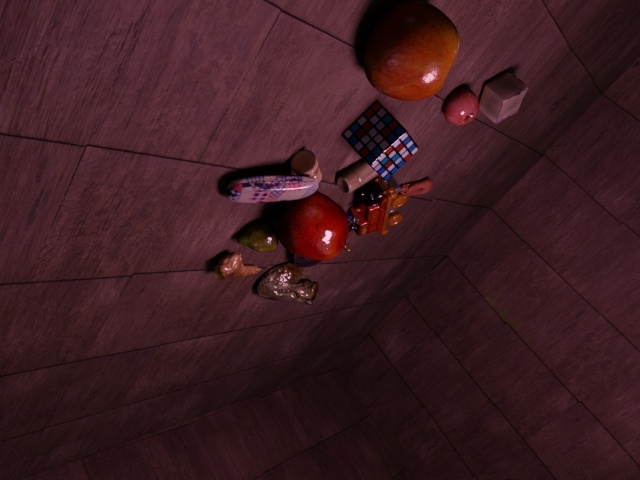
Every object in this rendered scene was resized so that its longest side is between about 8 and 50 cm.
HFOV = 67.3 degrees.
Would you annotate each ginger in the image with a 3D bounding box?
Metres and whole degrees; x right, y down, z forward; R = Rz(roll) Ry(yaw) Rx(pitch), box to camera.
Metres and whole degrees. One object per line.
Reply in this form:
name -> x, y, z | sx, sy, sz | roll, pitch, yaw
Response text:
ginger -> -0.337, 0.110, 1.972 | 0.131, 0.086, 0.294 | -52, 161, 8

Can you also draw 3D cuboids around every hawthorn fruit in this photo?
hawthorn fruit -> -0.014, -0.042, 1.855 | 0.265, 0.307, 0.265 | -54, -178, 3

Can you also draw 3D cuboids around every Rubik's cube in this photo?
Rubik's cube -> 0.225, -0.365, 1.783 | 0.184, 0.187, 0.182 | -44, 154, 9

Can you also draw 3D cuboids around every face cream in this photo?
face cream -> 0.220, -0.310, 2.005 | 0.341, 0.084, 0.137 | -34, 146, -24

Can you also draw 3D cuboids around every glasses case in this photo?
glasses case -> -0.163, -0.177, 1.642 | 0.327, 0.076, 0.125 | -6, 169, -25

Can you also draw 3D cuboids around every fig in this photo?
fig -> -0.243, -0.008, 1.859 | 0.156, 0.123, 0.123 | -17, 151, -5

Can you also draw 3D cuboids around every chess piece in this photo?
chess piece -> -0.037, -0.253, 1.746 | 0.094, 0.094, 0.170 | -40, 158, 4

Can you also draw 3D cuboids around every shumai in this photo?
shumai -> -0.152, 0.233, 2.268 | 0.271, 0.204, 0.222 | -25, 151, -17

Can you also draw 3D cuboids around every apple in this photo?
apple -> 0.594, -0.556, 2.020 | 0.153, 0.120, 0.153 | -29, 154, -16
apple -> 0.285, -0.557, 1.452 | 0.301, 0.302, 0.302 | -30, 153, -17

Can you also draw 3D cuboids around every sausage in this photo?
sausage -> 0.453, -0.250, 2.398 | 0.304, 0.078, 0.078 | -21, 149, -35

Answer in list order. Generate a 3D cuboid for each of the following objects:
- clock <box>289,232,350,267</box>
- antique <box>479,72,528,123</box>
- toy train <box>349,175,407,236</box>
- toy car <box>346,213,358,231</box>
clock -> 0.000, 0.000, 2.229 | 0.325, 0.067, 0.325 | -30, 154, -17
antique -> 0.801, -0.635, 2.124 | 0.151, 0.148, 0.147 | -30, 153, -14
toy train -> 0.254, -0.152, 2.212 | 0.231, 0.163, 0.369 | -22, 151, -13
toy car -> 0.072, -0.038, 2.110 | 0.216, 0.063, 0.103 | -41, 154, 18
